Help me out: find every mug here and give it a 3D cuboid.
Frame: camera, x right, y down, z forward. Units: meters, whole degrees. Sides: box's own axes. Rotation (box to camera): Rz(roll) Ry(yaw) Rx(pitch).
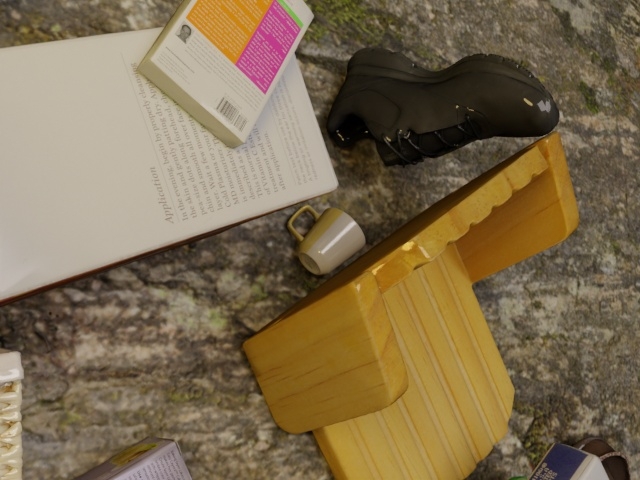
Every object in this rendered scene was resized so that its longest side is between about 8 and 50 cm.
[{"bbox_3d":[0.002,0.003,0.908,0.064,0.078,0.062,-45,141,-25],"label":"mug"}]

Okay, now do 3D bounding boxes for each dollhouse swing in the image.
[{"bbox_3d":[0.154,0.127,0.862,0.346,0.315,0.305,-33,90,-37],"label":"dollhouse swing"}]

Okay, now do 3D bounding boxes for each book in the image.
[{"bbox_3d":[-0.068,-0.158,0.624,0.096,0.035,0.144,41,59,-27],"label":"book"}]

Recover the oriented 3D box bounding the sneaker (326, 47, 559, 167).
[{"bbox_3d":[0.129,-0.136,0.898,0.109,0.286,0.130,47,65,-43],"label":"sneaker"}]

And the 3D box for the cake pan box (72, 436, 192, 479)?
[{"bbox_3d":[-0.187,0.345,0.686,0.245,0.070,0.267,-27,97,-35],"label":"cake pan box"}]

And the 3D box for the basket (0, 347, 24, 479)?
[{"bbox_3d":[-0.295,0.136,0.587,0.113,0.167,0.103,-7,91,-37],"label":"basket"}]

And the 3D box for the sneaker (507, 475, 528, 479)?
[{"bbox_3d":[0.195,0.402,0.933,0.123,0.109,0.296,50,57,-23],"label":"sneaker"}]

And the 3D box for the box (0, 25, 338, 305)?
[{"bbox_3d":[-0.195,-0.057,0.661,0.345,0.215,0.168,-20,93,-38],"label":"box"}]

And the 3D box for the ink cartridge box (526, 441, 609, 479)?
[{"bbox_3d":[0.250,0.452,0.872,0.324,0.071,0.330,-44,119,-25],"label":"ink cartridge box"}]

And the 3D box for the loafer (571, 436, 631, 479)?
[{"bbox_3d":[0.395,0.452,1.058,0.133,0.130,0.366,12,74,-35],"label":"loafer"}]
